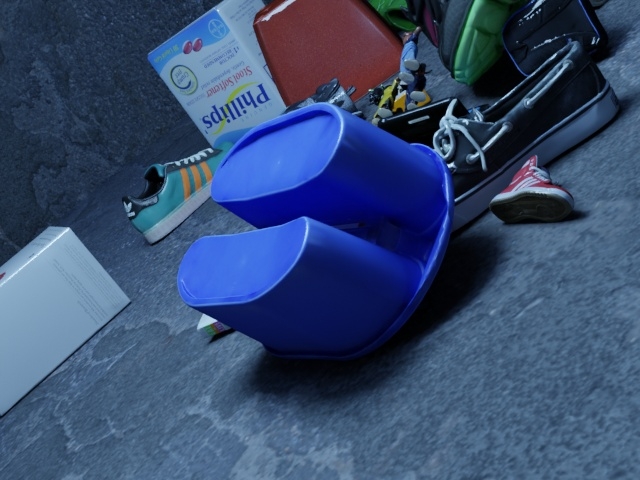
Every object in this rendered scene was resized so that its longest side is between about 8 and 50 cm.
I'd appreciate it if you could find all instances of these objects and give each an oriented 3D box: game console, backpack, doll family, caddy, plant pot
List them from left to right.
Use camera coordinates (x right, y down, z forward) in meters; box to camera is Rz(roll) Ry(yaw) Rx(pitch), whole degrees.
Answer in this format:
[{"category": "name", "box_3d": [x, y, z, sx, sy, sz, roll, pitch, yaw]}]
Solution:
[{"category": "caddy", "box_3d": [0.000, 0.000, 1.057, 0.341, 0.179, 0.241, -8, 58, 58]}, {"category": "plant pot", "box_3d": [0.004, -0.407, 2.023, 0.267, 0.236, 0.267, -34, 17, 10]}, {"category": "doll family", "box_3d": [0.120, -0.226, 1.481, 0.193, 0.076, 0.111, -55, 10, 35]}, {"category": "game console", "box_3d": [0.154, -0.172, 1.362, 0.122, 0.107, 0.071, -15, 54, 31]}, {"category": "backpack", "box_3d": [0.303, -0.266, 1.288, 0.114, 0.105, 0.084, -30, -4, 30]}]

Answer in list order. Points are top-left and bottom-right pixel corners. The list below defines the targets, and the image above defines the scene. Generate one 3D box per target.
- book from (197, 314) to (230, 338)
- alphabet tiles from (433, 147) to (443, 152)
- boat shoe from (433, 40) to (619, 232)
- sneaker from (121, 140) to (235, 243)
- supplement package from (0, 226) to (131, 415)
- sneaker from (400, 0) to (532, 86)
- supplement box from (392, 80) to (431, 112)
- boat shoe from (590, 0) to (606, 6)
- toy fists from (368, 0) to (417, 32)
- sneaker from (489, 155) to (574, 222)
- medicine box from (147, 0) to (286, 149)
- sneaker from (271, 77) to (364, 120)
[{"category": "book", "box_3d": [-0.086, 0.073, 1.298, 0.144, 0.035, 0.096, -24, 23, 30]}, {"category": "alphabet tiles", "box_3d": [0.032, -0.043, 1.321, 0.284, 0.021, 0.278, -22, 18, 29]}, {"category": "boat shoe", "box_3d": [0.176, -0.104, 1.101, 0.306, 0.105, 0.113, -33, 17, 13]}, {"category": "sneaker", "box_3d": [-0.285, -0.131, 2.074, 0.108, 0.121, 0.302, -14, 28, 52]}, {"category": "supplement package", "box_3d": [-0.514, 0.133, 1.744, 0.293, 0.175, 0.177, -44, 19, -19]}, {"category": "sneaker", "box_3d": [0.192, -0.355, 1.476, 0.185, 0.202, 0.483, -54, 6, 9]}, {"category": "supplement box", "box_3d": [0.138, -0.232, 1.634, 0.062, 0.036, 0.098, -36, 17, 5]}, {"category": "boat shoe", "box_3d": [0.429, -0.420, 1.484, 0.206, 0.075, 0.065, -49, 23, -21]}, {"category": "toy fists", "box_3d": [0.192, -0.520, 2.197, 0.142, 0.096, 0.279, -52, 21, -12]}, {"category": "sneaker", "box_3d": [0.221, -0.053, 0.985, 0.067, 0.042, 0.118, -46, 17, -18]}, {"category": "medicine box", "box_3d": [-0.197, -0.382, 2.268, 0.263, 0.289, 0.149, -22, 20, 41]}, {"category": "sneaker", "box_3d": [-0.016, -0.205, 1.757, 0.153, 0.101, 0.269, -31, 15, 30]}]
